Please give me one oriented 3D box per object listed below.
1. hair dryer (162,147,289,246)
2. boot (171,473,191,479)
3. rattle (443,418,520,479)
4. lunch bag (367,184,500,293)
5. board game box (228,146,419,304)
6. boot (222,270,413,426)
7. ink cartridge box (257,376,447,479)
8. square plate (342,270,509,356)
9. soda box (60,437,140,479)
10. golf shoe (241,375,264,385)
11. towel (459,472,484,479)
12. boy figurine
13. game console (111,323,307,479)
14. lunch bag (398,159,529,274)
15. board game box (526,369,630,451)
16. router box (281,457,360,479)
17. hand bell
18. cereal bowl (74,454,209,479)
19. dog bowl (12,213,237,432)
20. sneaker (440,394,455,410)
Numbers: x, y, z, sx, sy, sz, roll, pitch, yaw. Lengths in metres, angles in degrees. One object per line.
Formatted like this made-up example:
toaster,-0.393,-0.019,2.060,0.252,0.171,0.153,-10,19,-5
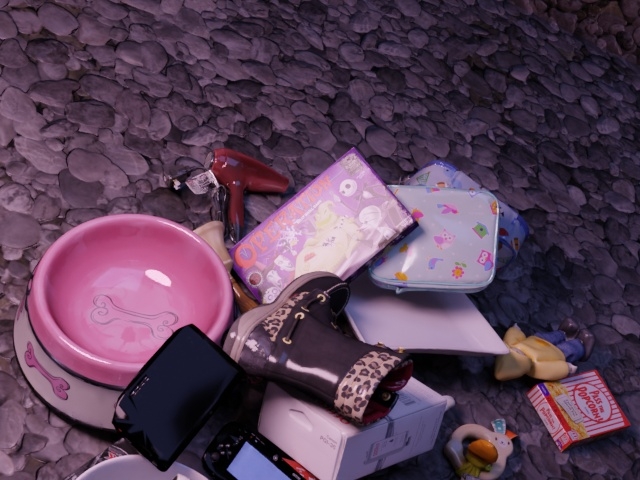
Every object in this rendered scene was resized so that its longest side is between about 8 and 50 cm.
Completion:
hair dryer,-0.187,-0.093,2.364,0.293,0.080,0.223,-27,85,-38
boot,-0.173,0.476,1.624,0.176,0.088,0.244,32,36,-11
rattle,0.350,0.387,2.193,0.199,0.143,0.130,-17,46,-34
lunch bag,0.223,0.002,2.274,0.279,0.108,0.224,3,85,3
board game box,0.000,0.000,2.222,0.208,0.347,0.056,50,1,22
boot,0.031,0.187,1.970,0.284,0.138,0.377,23,21,22
ink cartridge box,0.057,0.317,2.012,0.283,0.117,0.207,-9,30,-45
square plate,0.171,0.139,2.304,0.344,0.049,0.347,5,30,-28
soda box,-0.371,0.391,1.803,0.053,0.060,0.169,48,45,9
golf shoe,-0.159,0.193,2.106,0.186,0.067,0.086,47,42,15
towel,0.377,0.628,2.055,0.312,0.056,0.324,26,43,-12
boy figurine,0.470,0.239,2.420,0.285,0.092,0.177,-7,36,-40
game console,-0.148,0.320,1.779,0.361,0.044,0.213,42,59,-6
lunch bag,0.290,-0.037,2.463,0.303,0.243,0.115,37,57,-5
board game box,0.560,0.367,2.401,0.193,0.045,0.147,-7,57,-36
router box,0.031,0.552,1.886,0.335,0.082,0.301,19,45,-16
hand bell,-0.172,0.093,2.149,0.126,0.126,0.242,-23,68,-42
cereal bowl,-0.272,0.507,1.691,0.339,0.141,0.339,21,43,-21
dog bowl,-0.330,0.125,1.943,0.408,0.150,0.408,8,49,-9
sneaker,0.208,0.356,2.200,0.161,0.057,0.075,-7,73,-37
